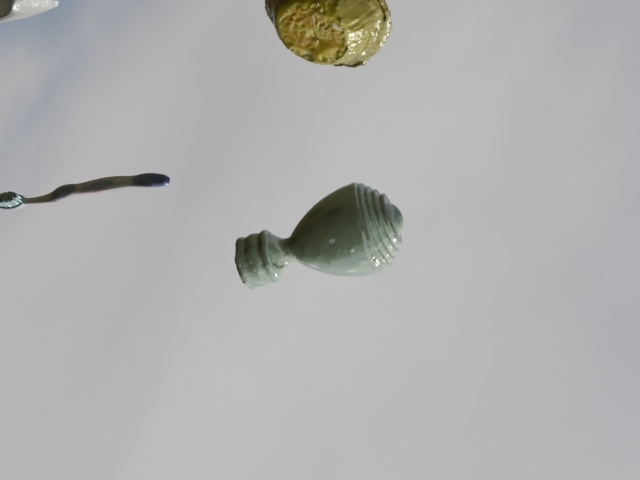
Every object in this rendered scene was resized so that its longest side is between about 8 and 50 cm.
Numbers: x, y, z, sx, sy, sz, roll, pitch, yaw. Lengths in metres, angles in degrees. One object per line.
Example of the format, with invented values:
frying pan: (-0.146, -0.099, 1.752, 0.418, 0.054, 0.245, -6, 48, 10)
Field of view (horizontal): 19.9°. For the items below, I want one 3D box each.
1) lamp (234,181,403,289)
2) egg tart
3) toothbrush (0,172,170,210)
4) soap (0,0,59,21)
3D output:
lamp: (0.000, 0.000, 2.042, 0.193, 0.106, 0.106, -15, -138, 9)
egg tart: (0.001, -0.163, 1.345, 0.105, 0.105, 0.039, -37, -160, 48)
toothbrush: (-0.291, -0.059, 2.188, 0.269, 0.027, 0.021, -7, -108, 32)
soap: (-0.393, -0.369, 2.281, 0.121, 0.063, 0.183, -1, -77, 62)
